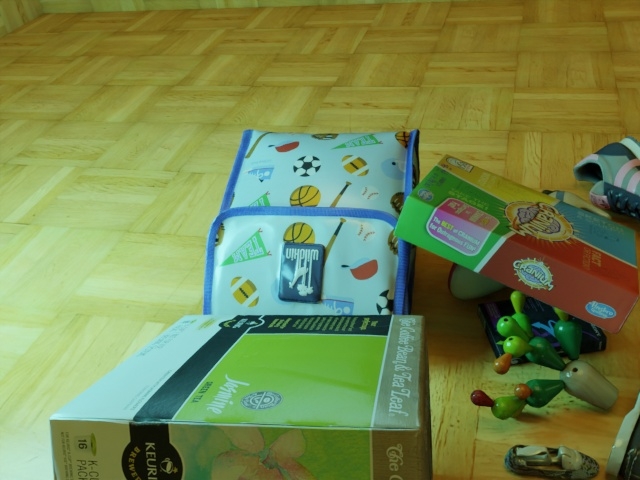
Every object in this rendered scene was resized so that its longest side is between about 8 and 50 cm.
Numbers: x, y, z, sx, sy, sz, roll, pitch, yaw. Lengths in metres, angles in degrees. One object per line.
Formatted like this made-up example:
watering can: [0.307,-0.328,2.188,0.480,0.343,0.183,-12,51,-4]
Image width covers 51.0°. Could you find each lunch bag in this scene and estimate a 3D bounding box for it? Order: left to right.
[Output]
lunch bag: [0.000,0.000,1.115,0.327,0.239,0.386,2,53,13]

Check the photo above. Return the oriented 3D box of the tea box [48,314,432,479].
tea box: [-0.045,0.222,0.712,0.323,0.220,0.329,-2,9,10]

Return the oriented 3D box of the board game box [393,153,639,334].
board game box: [0.290,-0.011,0.974,0.316,0.064,0.242,24,29,12]

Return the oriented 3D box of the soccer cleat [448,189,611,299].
soccer cleat: [0.357,0.010,1.120,0.331,0.116,0.143,-31,41,-29]

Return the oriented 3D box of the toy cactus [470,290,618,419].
toy cactus: [0.313,0.172,0.919,0.180,0.112,0.219,34,58,7]

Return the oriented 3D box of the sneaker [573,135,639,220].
sneaker: [0.573,-0.071,1.224,0.131,0.112,0.319,-21,31,10]

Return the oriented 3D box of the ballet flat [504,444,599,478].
ballet flat: [0.288,0.272,0.833,0.114,0.041,0.041,0,36,10]

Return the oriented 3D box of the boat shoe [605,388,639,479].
boat shoe: [0.434,0.218,0.852,0.068,0.081,0.228,22,52,31]

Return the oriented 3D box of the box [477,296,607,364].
box: [0.337,0.131,1.029,0.162,0.029,0.116,-8,36,-2]
